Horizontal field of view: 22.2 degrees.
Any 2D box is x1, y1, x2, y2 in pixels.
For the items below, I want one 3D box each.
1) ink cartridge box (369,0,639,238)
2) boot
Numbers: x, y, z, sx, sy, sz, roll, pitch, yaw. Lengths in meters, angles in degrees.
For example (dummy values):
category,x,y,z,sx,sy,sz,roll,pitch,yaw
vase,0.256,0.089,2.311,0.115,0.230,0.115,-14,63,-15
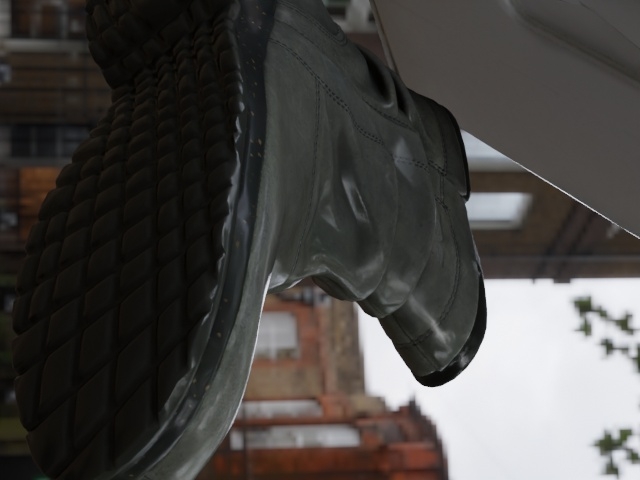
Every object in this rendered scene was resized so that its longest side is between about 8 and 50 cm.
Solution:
category,x,y,z,sx,sy,sz,roll,pitch,yaw
ink cartridge box,0.241,-0.173,0.669,0.285,0.395,0.166,35,-21,36
boot,0.000,0.000,0.507,0.083,0.161,0.246,-31,-144,29
